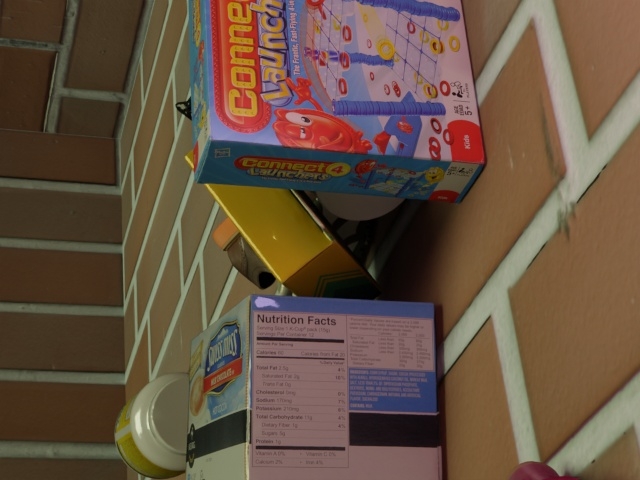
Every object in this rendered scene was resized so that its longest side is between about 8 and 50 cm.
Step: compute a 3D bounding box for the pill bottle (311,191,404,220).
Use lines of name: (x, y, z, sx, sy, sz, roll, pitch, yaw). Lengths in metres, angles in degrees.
pill bottle: (0.023, -0.155, 1.672, 0.301, 0.169, 0.169, -109, 27, -54)

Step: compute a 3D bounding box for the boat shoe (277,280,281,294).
boat shoe: (-0.025, 0.117, 1.970, 0.081, 0.069, 0.227, 30, 124, 33)

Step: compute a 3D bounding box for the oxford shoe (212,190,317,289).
oxford shoe: (-0.036, -0.032, 2.011, 0.132, 0.130, 0.364, 58, 150, 5)

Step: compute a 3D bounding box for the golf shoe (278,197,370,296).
golf shoe: (0.000, 0.000, 1.812, 0.105, 0.120, 0.272, -134, 51, -71)

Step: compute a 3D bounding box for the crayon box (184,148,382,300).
crayon box: (-0.045, -0.022, 1.610, 0.203, 0.083, 0.323, 52, -179, 20)

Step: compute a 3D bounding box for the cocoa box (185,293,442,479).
cocoa box: (-0.020, 0.206, 1.620, 0.347, 0.232, 0.227, 142, 129, -69)

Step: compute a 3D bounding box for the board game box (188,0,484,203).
board game box: (0.010, -0.203, 1.485, 0.086, 0.302, 0.308, 120, 149, -57)

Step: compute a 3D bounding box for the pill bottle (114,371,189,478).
pill bottle: (-0.285, 0.358, 2.592, 0.334, 0.188, 0.187, 140, 132, -68)

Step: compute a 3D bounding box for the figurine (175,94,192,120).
figurine: (-0.103, -0.189, 2.043, 0.215, 0.210, 0.092, -148, 63, -72)

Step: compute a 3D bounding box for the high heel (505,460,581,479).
high heel: (0.160, 0.379, 1.125, 0.181, 0.127, 0.377, -143, 61, -84)
